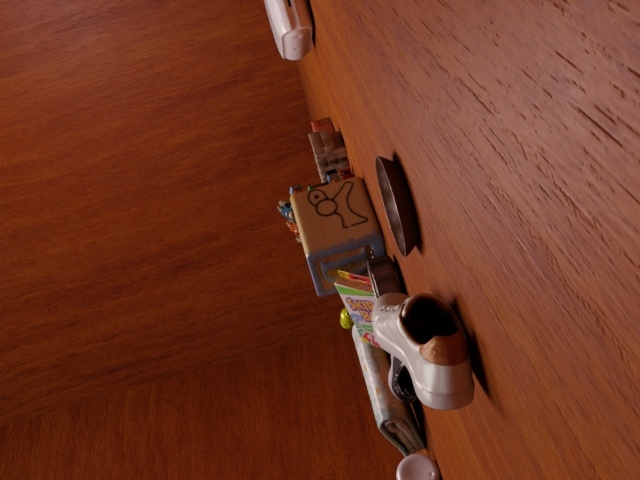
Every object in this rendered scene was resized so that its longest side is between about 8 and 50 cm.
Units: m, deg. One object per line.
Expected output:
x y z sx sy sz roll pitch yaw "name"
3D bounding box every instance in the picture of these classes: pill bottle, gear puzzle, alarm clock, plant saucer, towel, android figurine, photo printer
0.275 0.683 2.042 0.215 0.117 0.117 75 179 -50 "pill bottle"
0.000 0.000 2.051 0.339 0.175 0.044 61 -141 -54 "gear puzzle"
0.146 0.106 1.577 0.192 0.064 0.129 -100 -5 -62 "alarm clock"
0.123 -0.057 1.175 0.168 0.029 0.169 163 90 -89 "plant saucer"
0.193 0.437 2.153 0.374 0.090 0.321 61 -172 -54 "towel"
0.104 0.115 2.027 0.273 0.056 0.248 94 -170 -72 "android figurine"
-0.097 -0.659 2.046 0.307 0.107 0.256 141 113 -89 "photo printer"

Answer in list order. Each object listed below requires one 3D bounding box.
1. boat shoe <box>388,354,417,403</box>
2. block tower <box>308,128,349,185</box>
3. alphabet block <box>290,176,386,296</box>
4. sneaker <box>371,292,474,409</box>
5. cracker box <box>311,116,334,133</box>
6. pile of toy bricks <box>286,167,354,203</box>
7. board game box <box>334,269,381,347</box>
0.202 0.317 1.681 0.229 0.080 0.076 86 173 -45 "boat shoe"
0.049 -0.168 2.196 0.097 0.090 0.335 -105 0 -48 "block tower"
0.047 -0.009 1.819 0.193 0.192 0.197 78 177 -53 "alphabet block"
0.143 0.111 1.035 0.290 0.105 0.123 -128 30 -68 "sneaker"
0.034 -0.257 2.381 0.156 0.067 0.232 -105 1 -48 "cracker box"
0.015 -0.114 2.051 0.118 0.212 0.105 102 145 -57 "pile of toy bricks"
0.123 0.175 1.791 0.124 0.039 0.259 12 140 37 "board game box"
